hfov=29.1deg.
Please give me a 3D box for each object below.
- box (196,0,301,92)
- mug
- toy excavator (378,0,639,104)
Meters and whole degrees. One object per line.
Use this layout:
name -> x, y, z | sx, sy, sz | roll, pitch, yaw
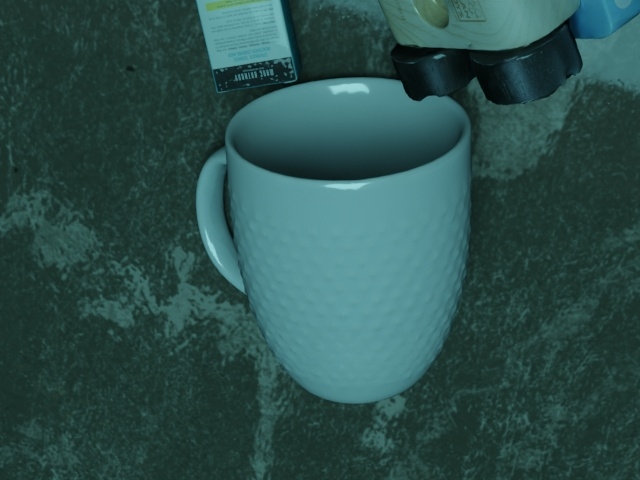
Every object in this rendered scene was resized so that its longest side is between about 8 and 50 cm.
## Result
box -> -0.095, -0.302, 1.442 | 0.100, 0.060, 0.244 | -7, 112, 10
mug -> 0.000, 0.000, 1.474 | 0.374, 0.276, 0.328 | 18, 127, 32
toy excavator -> 0.301, -0.347, 1.277 | 0.445, 0.433, 0.222 | -38, 117, -21
